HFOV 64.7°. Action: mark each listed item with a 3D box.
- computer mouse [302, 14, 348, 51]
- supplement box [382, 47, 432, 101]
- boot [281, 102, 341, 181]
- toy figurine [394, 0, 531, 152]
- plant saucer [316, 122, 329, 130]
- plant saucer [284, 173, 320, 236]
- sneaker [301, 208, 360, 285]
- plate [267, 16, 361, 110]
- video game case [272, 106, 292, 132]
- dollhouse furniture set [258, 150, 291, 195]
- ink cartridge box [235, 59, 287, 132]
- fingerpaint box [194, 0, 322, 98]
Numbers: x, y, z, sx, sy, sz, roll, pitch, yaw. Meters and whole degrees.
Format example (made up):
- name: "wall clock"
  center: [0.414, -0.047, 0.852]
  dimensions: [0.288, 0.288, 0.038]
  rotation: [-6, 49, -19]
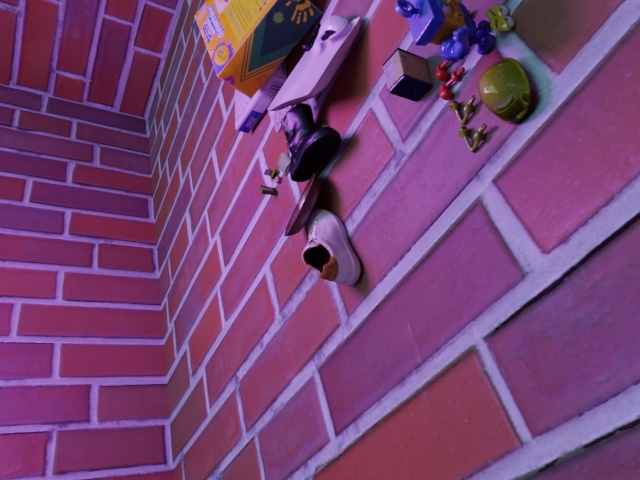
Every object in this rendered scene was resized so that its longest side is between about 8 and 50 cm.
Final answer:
- name: "computer mouse"
  center: [0.013, -0.611, 1.459]
  dimensions: [0.106, 0.042, 0.193]
  rotation: [-58, 27, -14]
- name: "supplement box"
  center: [0.191, -0.365, 1.115]
  dimensions: [0.056, 0.083, 0.083]
  rotation: [-38, 52, 49]
- name: "boot"
  center: [-0.037, -0.312, 1.445]
  dimensions: [0.246, 0.094, 0.207]
  rotation: [-43, 52, 55]
- name: "toy figurine"
  center: [0.219, -0.365, 0.939]
  dimensions: [0.191, 0.217, 0.363]
  rotation: [-40, 49, 49]
- name: "plant saucer"
  center: [0.000, -0.308, 1.494]
  dimensions: [0.083, 0.015, 0.084]
  rotation: [-21, 65, 57]
- name: "plant saucer"
  center: [-0.046, -0.094, 1.443]
  dimensions: [0.199, 0.036, 0.199]
  rotation: [-62, 8, 15]
- name: "sneaker"
  center: [0.000, 0.000, 1.318]
  dimensions: [0.106, 0.123, 0.290]
  rotation: [-67, 31, 26]
- name: "plate"
  center: [-0.014, -0.488, 1.448]
  dimensions: [0.277, 0.045, 0.278]
  rotation: [-58, 27, -14]
- name: "video game case"
  center: [-0.132, -0.447, 1.753]
  dimensions: [0.122, 0.011, 0.087]
  rotation: [-54, 40, 38]
- name: "dollhouse furniture set"
  center: [-0.154, -0.227, 1.692]
  dimensions: [0.152, 0.058, 0.076]
  rotation: [-64, 35, 29]
- name: "ink cartridge box"
  center: [-0.236, -0.634, 1.918]
  dimensions: [0.324, 0.071, 0.330]
  rotation: [-39, 48, 48]
- name: "fingerpaint box"
  center: [-0.231, -0.775, 1.744]
  dimensions: [0.371, 0.163, 0.445]
  rotation: [-44, 48, 22]
